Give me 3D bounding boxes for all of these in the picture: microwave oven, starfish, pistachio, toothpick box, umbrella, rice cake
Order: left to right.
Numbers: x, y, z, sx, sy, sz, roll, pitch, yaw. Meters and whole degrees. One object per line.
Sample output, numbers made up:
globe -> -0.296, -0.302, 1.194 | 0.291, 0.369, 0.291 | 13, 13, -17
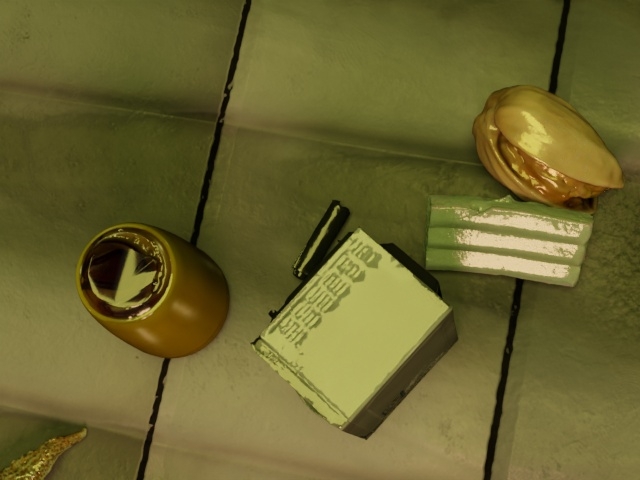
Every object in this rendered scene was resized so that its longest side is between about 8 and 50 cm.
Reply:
starfish -> -0.497, 0.394, 1.635 | 0.347, 0.078, 0.358 | 37, 85, 17
toothpick box -> -0.238, 0.068, 1.561 | 0.175, 0.271, 0.175 | -2, 78, 8
umbrella -> 0.001, 0.001, 1.666 | 0.036, 0.031, 0.133 | 30, 84, 15
microwave oven -> 0.050, 0.130, 1.494 | 0.181, 0.295, 0.237 | 41, 86, 15
rice cake -> 0.266, -0.002, 1.592 | 0.237, 0.043, 0.127 | 8, 123, 9
pistachio -> 0.327, -0.128, 1.596 | 0.229, 0.157, 0.157 | 37, 85, 1
